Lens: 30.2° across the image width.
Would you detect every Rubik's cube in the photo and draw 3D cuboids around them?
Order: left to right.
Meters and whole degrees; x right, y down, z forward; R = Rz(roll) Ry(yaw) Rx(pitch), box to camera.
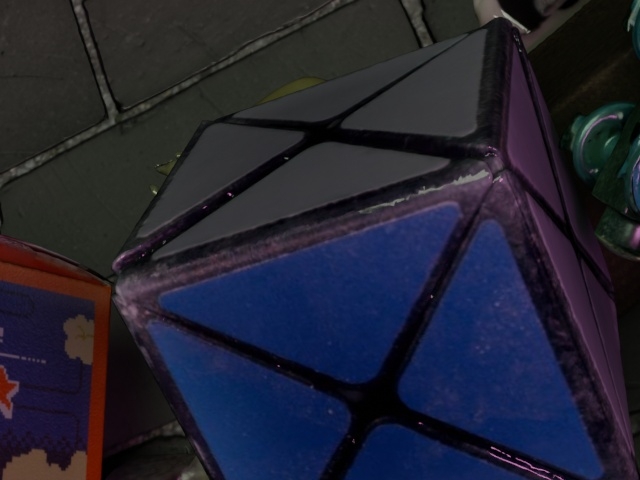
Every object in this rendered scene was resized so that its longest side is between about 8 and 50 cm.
[{"bbox_3d":[0.050,0.032,0.787,0.259,0.260,0.255,-15,25,16],"label":"Rubik's cube"}]

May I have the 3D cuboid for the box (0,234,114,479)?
[{"bbox_3d":[-0.408,0.141,1.014,0.349,0.319,0.256,-15,66,41],"label":"box"}]

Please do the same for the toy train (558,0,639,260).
[{"bbox_3d":[0.261,-0.070,0.751,0.163,0.112,0.203,22,103,-16],"label":"toy train"}]

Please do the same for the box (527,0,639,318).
[{"bbox_3d":[0.248,-0.080,0.921,0.273,0.184,0.143,-40,20,26],"label":"box"}]

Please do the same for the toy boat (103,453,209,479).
[{"bbox_3d":[-0.104,0.290,1.013,0.294,0.111,0.276,-9,48,19],"label":"toy boat"}]

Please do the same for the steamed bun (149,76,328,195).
[{"bbox_3d":[0.000,0.000,1.048,0.232,0.166,0.273,-43,82,21],"label":"steamed bun"}]

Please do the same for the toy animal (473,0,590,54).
[{"bbox_3d":[0.245,-0.218,1.018,0.208,0.204,0.156,-30,39,23],"label":"toy animal"}]
